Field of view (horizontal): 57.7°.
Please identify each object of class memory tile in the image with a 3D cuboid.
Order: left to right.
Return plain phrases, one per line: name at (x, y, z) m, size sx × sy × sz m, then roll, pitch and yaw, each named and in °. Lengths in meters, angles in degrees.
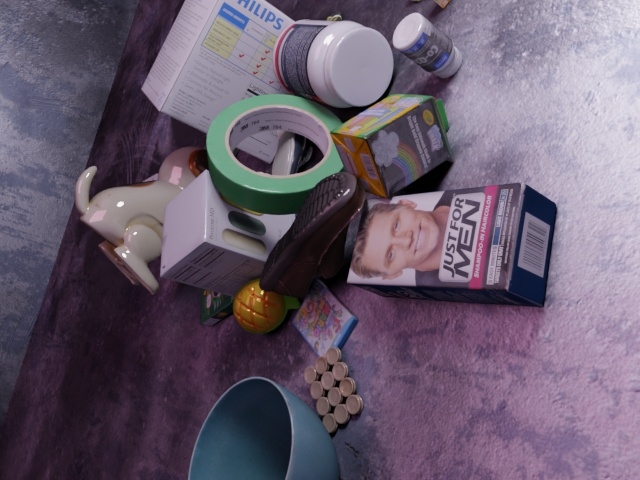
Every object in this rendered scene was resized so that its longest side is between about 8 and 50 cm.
memory tile at (0.024, 0.296, 1.157) m, size 0.113 × 0.012 × 0.148 m, roll -47°, pitch 48°, yaw 27°

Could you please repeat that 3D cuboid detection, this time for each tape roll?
tape roll at (-0.095, -0.202, 1.321) m, size 0.077 × 0.322 × 0.321 m, roll 98°, pitch 164°, yaw -52°

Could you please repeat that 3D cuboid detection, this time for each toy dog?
toy dog at (-0.459, -0.103, 1.688) m, size 0.408 × 0.395 × 0.285 m, roll -44°, pitch 15°, yaw -22°

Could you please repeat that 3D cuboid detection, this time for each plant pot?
plant pot at (-0.080, 0.420, 1.072) m, size 0.290 × 0.196 × 0.290 m, roll -30°, pitch 45°, yaw 35°

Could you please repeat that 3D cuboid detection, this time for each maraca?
maraca at (-0.126, 0.144, 1.358) m, size 0.186 × 0.099 × 0.127 m, roll -34°, pitch 88°, yaw 19°

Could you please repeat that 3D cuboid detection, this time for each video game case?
video game case at (0.005, 0.174, 1.250) m, size 0.119 × 0.015 × 0.166 m, roll -60°, pitch 38°, yaw 11°

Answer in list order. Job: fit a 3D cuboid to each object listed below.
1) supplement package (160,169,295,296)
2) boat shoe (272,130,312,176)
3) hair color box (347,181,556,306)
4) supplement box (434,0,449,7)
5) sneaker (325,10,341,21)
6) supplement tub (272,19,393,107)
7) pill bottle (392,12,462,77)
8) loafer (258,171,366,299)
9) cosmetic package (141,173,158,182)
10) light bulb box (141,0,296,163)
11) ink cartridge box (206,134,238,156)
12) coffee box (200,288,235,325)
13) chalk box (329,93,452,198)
supplement package at (-0.218, -0.002, 1.405) m, size 0.198 × 0.263 × 0.199 m, roll -33°, pitch 50°, yaw 38°
boat shoe at (-0.070, -0.231, 1.487) m, size 0.095 × 0.079 × 0.254 m, roll -30°, pitch 49°, yaw 42°
hair color box at (0.210, 0.011, 1.003) m, size 0.347 × 0.105 × 0.173 m, roll -3°, pitch 70°, yaw 51°
supplement box at (0.246, -0.550, 1.236) m, size 0.062 × 0.099 × 0.036 m, roll -48°, pitch 42°, yaw 25°
sneaker at (0.029, -0.597, 1.588) m, size 0.083 × 0.031 × 0.035 m, roll -15°, pitch 48°, yaw 42°
supplement tub at (0.023, -0.418, 1.369) m, size 0.272 × 0.191 × 0.191 m, roll 33°, pitch 99°, yaw 53°
pill bottle at (0.217, -0.385, 1.160) m, size 0.078 × 0.137 × 0.078 m, roll -27°, pitch 52°, yaw 42°
loafer at (0.000, 0.000, 1.201) m, size 0.366 × 0.130 × 0.133 m, roll -49°, pitch 21°, yaw 46°
cosmetic package at (-0.533, -0.110, 1.937) m, size 0.184 × 0.152 × 0.151 m, roll -18°, pitch 61°, yaw 46°
light bulb box at (-0.221, -0.457, 1.553) m, size 0.360 × 0.358 × 0.225 m, roll -58°, pitch 40°, yaw 12°
ink cartridge box at (-0.264, -0.396, 1.829) m, size 0.235 × 0.056 × 0.171 m, roll -61°, pitch 37°, yaw 14°
coffee box at (-0.266, 0.150, 1.560) m, size 0.184 × 0.041 × 0.113 m, roll -37°, pitch 48°, yaw 43°
chalk box at (0.152, -0.196, 1.113) m, size 0.213 × 0.132 × 0.132 m, roll -33°, pitch 28°, yaw -19°
